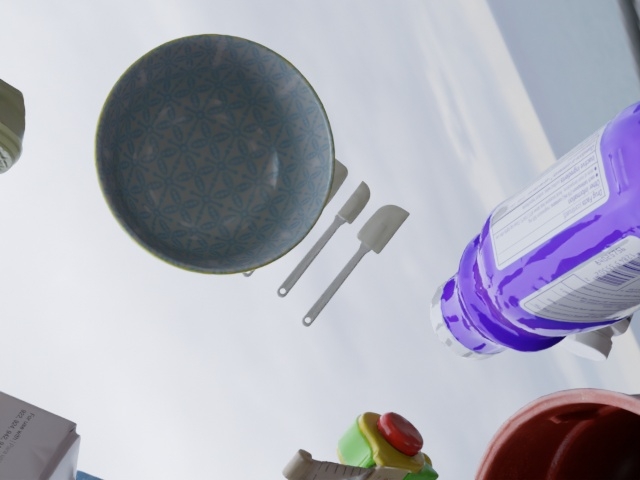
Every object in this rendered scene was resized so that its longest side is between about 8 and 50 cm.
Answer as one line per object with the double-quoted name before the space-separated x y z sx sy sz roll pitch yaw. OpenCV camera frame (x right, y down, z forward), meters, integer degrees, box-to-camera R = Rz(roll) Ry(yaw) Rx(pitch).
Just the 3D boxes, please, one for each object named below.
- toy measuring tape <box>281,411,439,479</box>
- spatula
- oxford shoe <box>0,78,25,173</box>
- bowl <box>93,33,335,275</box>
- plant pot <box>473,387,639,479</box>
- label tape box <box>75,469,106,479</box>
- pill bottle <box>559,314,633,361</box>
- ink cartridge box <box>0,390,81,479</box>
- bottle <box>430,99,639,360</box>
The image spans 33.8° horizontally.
"toy measuring tape" 0.042 0.271 1.357 0.330 0.121 0.121 21 -135 -50
"spatula" 0.000 0.000 1.625 0.168 0.242 0.019 38 168 7
"oxford shoe" -0.607 -0.256 1.478 0.449 0.169 0.130 35 -129 -30
"bowl" -0.138 -0.094 1.304 0.289 0.290 0.156 66 164 1
"plant pot" 0.297 0.220 0.762 0.265 0.272 0.272 -6 -112 -36
"label tape box" -0.291 0.478 1.501 0.241 0.334 0.105 -41 -44 -50
"pill bottle" 0.455 0.094 1.706 0.186 0.112 0.112 -65 -32 -14
"ink cartridge box" -0.356 0.198 0.883 0.114 0.273 0.198 -63 -7 -49
"bottle" 0.162 0.007 0.661 0.283 0.118 0.092 135 132 -59
